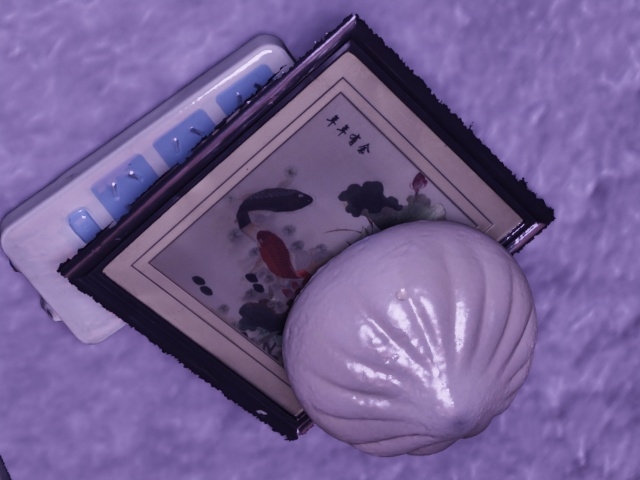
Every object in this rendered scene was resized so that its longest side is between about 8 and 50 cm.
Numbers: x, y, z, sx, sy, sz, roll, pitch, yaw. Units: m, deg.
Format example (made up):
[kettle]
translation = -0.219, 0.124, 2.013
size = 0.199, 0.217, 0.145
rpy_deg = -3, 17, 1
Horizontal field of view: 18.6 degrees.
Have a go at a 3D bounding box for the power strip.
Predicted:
[power strip]
translation = -0.074, -0.027, 1.000
size = 0.192, 0.035, 0.081
rpy_deg = -35, 113, 4

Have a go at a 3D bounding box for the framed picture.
[framed picture]
translation = 0.000, 0.000, 1.006
size = 0.199, 0.010, 0.195
rpy_deg = -41, 131, 10

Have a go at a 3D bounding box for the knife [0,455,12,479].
[knife]
translation = -0.189, 0.178, 1.072
size = 0.072, 0.019, 0.245
rpy_deg = -19, 112, -3

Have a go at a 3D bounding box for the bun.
[bun]
translation = 0.054, 0.064, 1.012
size = 0.138, 0.094, 0.138
rpy_deg = -10, 129, -13
